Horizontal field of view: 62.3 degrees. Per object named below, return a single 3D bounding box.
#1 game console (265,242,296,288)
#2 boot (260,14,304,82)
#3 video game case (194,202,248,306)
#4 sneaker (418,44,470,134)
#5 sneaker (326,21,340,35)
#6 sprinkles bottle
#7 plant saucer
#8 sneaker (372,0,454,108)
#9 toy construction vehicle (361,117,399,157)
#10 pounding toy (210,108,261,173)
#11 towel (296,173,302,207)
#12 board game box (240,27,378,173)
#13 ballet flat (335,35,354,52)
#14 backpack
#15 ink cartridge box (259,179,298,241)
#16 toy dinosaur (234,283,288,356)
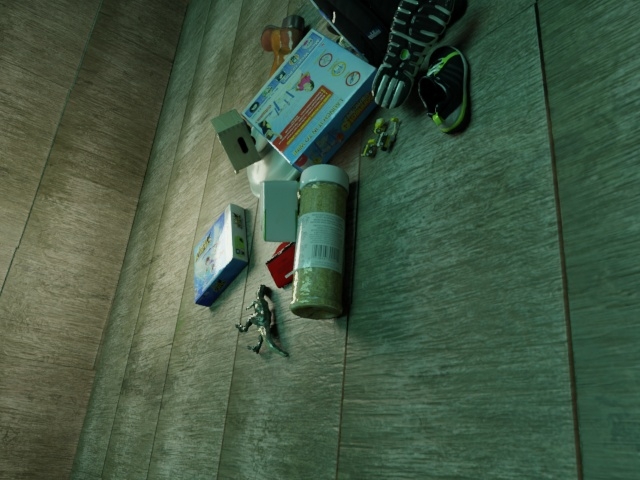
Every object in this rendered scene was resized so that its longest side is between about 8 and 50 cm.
[{"bbox_3d":[-0.073,0.042,1.422,0.144,0.085,0.124,-37,75,41],"label":"game console"},{"bbox_3d":[-0.153,-0.625,1.888,0.264,0.096,0.280,4,83,49],"label":"boot"},{"bbox_3d":[-0.341,0.049,1.777,0.269,0.061,0.244,-46,38,33],"label":"video game case"},{"bbox_3d":[0.245,-0.323,1.071,0.084,0.097,0.234,-35,45,42],"label":"sneaker"},{"bbox_3d":[0.115,-0.683,1.481,0.270,0.090,0.144,7,81,60],"label":"sneaker"},{"bbox_3d":[0.000,0.000,1.233,0.121,0.121,0.355,-26,52,48],"label":"sprinkles bottle"},{"bbox_3d":[-0.129,-0.320,1.603,0.400,0.101,0.400,-37,40,39],"label":"plant saucer"},{"bbox_3d":[0.195,-0.427,1.157,0.281,0.107,0.162,-62,-2,17],"label":"sneaker"},{"bbox_3d":[0.143,-0.240,1.246,0.098,0.035,0.086,-69,21,-4],"label":"toy construction vehicle"},{"bbox_3d":[-0.240,-0.286,1.548,0.094,0.181,0.206,-26,34,-5],"label":"pounding toy"},{"bbox_3d":[-0.066,-0.152,1.510,0.110,0.027,0.148,-44,40,33],"label":"towel"},{"bbox_3d":[-0.023,-0.363,1.382,0.308,0.086,0.302,-48,50,8],"label":"board game box"},{"bbox_3d":[0.108,-0.567,1.450,0.188,0.070,0.070,-18,58,51],"label":"ballet flat"},{"bbox_3d":[0.104,-0.603,1.202,0.290,0.356,0.273,-29,48,47],"label":"backpack"},{"bbox_3d":[-0.112,-0.081,1.379,0.208,0.087,0.152,-147,57,-79],"label":"ink cartridge box"},{"bbox_3d":[-0.163,0.230,1.411,0.118,0.064,0.268,-46,41,21],"label":"toy dinosaur"}]
